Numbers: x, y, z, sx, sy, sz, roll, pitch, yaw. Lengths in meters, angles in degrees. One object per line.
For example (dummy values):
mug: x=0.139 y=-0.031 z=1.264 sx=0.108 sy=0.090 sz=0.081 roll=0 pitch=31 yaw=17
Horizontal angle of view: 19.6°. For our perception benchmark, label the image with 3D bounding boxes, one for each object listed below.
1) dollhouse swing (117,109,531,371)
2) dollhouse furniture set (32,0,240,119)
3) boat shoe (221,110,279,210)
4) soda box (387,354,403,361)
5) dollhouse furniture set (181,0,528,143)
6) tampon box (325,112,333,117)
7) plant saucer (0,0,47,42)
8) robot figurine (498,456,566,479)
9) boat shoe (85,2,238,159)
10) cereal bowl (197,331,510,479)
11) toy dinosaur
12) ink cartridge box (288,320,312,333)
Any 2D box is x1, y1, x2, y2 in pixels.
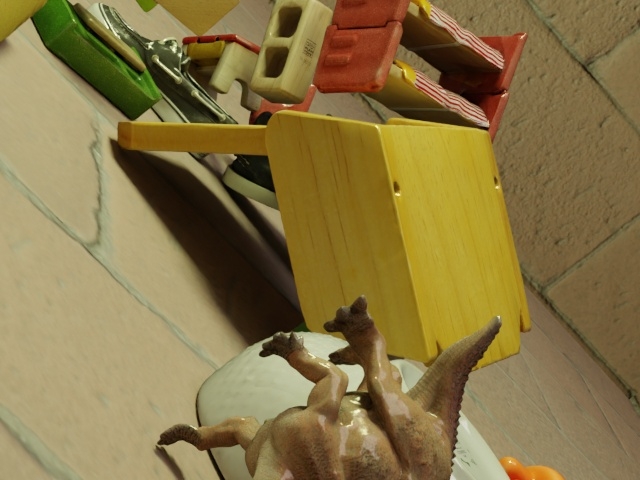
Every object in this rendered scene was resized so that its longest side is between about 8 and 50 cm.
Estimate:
dollhouse swing: x=0.000 y=0.000 z=1.888 sx=0.347 sy=0.305 sz=0.315 roll=-8 pitch=85 yaw=-69
dollhouse furniture set: x=-0.222 y=-0.316 z=2.026 sx=0.151 sy=0.197 sz=0.301 roll=39 pitch=15 yaw=-45
boat shoe: x=0.060 y=-0.057 z=2.157 sx=0.340 sy=0.113 sz=0.127 roll=23 pitch=11 yaw=12
soda box: x=0.060 y=0.073 z=2.150 sx=0.098 sy=0.091 sz=0.286 roll=49 pitch=9 yaw=-7
dollhouse furniture set: x=0.025 y=-0.209 z=2.166 sx=0.374 sy=0.152 sz=0.201 roll=5 pitch=-17 yaw=47
tampon box: x=0.019 y=-0.059 z=2.386 sx=0.101 sy=0.120 sz=0.161 roll=42 pitch=12 yaw=-43
plant saucer: x=-0.352 y=-0.321 z=1.586 sx=0.333 sy=0.081 sz=0.332 roll=52 pitch=19 yaw=-12
robot figurine: x=0.235 y=0.320 z=1.900 sx=0.219 sy=0.128 sz=0.158 roll=45 pitch=-25 yaw=-25
boat shoe: x=-0.182 y=-0.198 z=2.143 sx=0.219 sy=0.070 sz=0.078 roll=49 pitch=9 yaw=-4
cereal bowl: x=0.061 y=0.202 z=1.500 sx=0.339 sy=0.141 sz=0.339 roll=48 pitch=10 yaw=-12
toy dinosaur: x=0.026 y=0.163 z=1.292 sx=0.296 sy=0.127 sz=0.200 roll=-22 pitch=68 yaw=-33
ink cartridge box: x=0.053 y=0.165 z=1.839 sx=0.209 sy=0.062 sz=0.109 roll=41 pitch=12 yaw=-45
